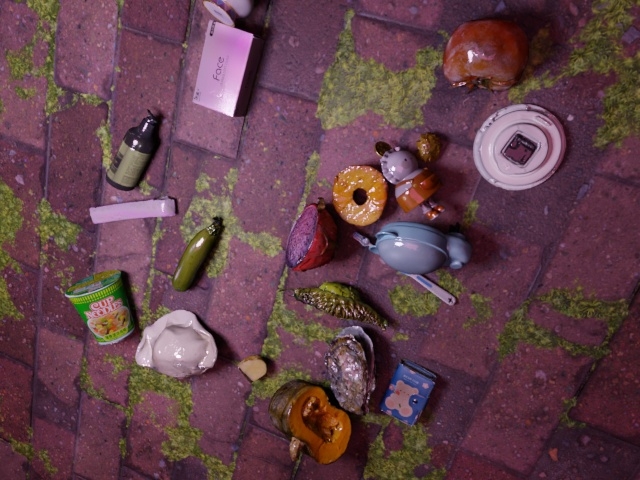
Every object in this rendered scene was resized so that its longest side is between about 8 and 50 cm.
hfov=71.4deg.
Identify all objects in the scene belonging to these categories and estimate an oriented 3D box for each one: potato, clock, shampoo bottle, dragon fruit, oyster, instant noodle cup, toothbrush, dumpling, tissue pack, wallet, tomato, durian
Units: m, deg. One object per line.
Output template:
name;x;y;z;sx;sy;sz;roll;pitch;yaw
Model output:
potato;-0.235;0.455;1.628;0.103;0.066;0.096;-26;111;16
clock;0.541;-0.251;1.212;0.237;0.053;0.236;4;106;14
shampoo bottle;-0.625;-0.303;1.504;0.101;0.101;0.283;38;112;3
dragon fruit;-0.002;0.003;1.386;0.148;0.218;0.223;20;72;-21
oyster;0.112;0.456;1.501;0.162;0.158;0.350;22;127;55
instant noodle cup;-0.810;0.256;1.682;0.207;0.207;0.232;-7;112;18
toothbrush;0.263;0.087;1.402;0.386;0.040;0.040;35;112;0
dumpling;-0.515;0.385;1.662;0.318;0.187;0.242;-5;65;9
tissue pack;-0.277;-0.515;1.349;0.149;0.092;0.246;21;109;8
wallet;0.295;0.512;1.497;0.141;0.059;0.202;24;109;15
tomato;0.421;-0.472;1.134;0.214;0.155;0.180;8;103;15
durian;0.051;0.195;1.441;0.375;0.132;0.106;20;123;4

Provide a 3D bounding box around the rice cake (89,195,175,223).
rice cake;-0.684;-0.108;1.601;0.365;0.056;0.072;-4;102;16

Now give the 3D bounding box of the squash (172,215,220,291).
squash;-0.438;0.055;1.563;0.087;0.087;0.331;36;110;4

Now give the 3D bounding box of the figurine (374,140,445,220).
figurine;0.251;-0.174;1.281;0.271;0.143;0.143;43;113;15

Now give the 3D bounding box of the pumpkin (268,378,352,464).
pumpkin;-0.067;0.621;1.525;0.232;0.242;0.325;-5;128;48

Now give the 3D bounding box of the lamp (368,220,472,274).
lamp;0.293;0.023;1.290;0.284;0.209;0.147;-4;74;-6

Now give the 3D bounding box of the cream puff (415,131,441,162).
cream puff;0.308;-0.263;1.271;0.083;0.058;0.083;39;110;1

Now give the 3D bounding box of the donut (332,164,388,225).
donut;0.125;-0.143;1.351;0.174;0.074;0.190;-3;111;16

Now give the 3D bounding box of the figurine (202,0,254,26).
figurine;-0.211;-0.731;1.219;0.142;0.189;0.263;32;91;1
